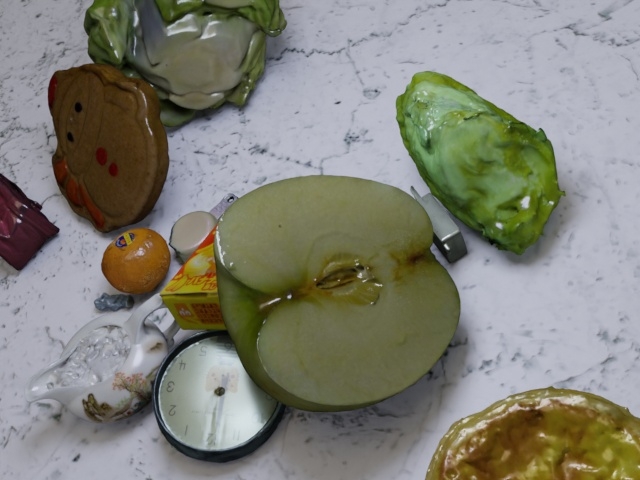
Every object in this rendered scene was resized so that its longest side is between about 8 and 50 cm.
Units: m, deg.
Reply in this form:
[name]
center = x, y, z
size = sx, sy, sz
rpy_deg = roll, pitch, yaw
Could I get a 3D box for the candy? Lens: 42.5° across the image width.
[candy]
center = -0.144, 0.037, 1.453
size = 0.146, 0.088, 0.276
rpy_deg = -6, 35, 33

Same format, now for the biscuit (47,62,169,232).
[biscuit]
center = -0.448, -0.201, 1.672
size = 0.381, 0.359, 0.074
rpy_deg = 44, 33, 23

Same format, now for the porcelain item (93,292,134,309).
[porcelain item]
center = -0.402, 0.119, 1.591
size = 0.083, 0.028, 0.036
rpy_deg = -1, 38, 22

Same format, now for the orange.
[orange]
center = -0.349, 0.041, 1.572
size = 0.136, 0.117, 0.135
rpy_deg = -10, 43, 9

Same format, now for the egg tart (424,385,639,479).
[egg tart]
center = 0.303, 0.354, 1.085
size = 0.341, 0.132, 0.341
rpy_deg = -11, 53, 15

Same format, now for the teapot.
[teapot]
center = -0.360, 0.207, 1.440
size = 0.298, 0.139, 0.204
rpy_deg = -39, 49, -9

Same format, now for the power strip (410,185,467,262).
[power strip]
center = 0.199, -0.037, 1.446
size = 0.042, 0.075, 0.175
rpy_deg = -31, 51, -1

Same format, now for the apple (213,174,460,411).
[apple]
center = 0.031, 0.078, 1.278
size = 0.360, 0.320, 0.312
rpy_deg = -13, 22, -26

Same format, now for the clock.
[clock]
center = -0.168, 0.250, 1.362
size = 0.226, 0.049, 0.226
rpy_deg = -2, 57, 2

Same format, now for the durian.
[durian]
center = 0.259, -0.159, 1.409
size = 0.204, 0.256, 0.339
rpy_deg = -38, 36, 8

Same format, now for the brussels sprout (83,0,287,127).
[brussels sprout]
center = -0.294, -0.483, 1.791
size = 0.425, 0.342, 0.361
rpy_deg = -22, 48, 2

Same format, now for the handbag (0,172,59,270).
[handbag]
center = -0.666, -0.054, 1.743
size = 0.135, 0.146, 0.225
rpy_deg = -47, 53, -8

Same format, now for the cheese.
[cheese]
center = -0.232, -0.030, 1.622
size = 0.092, 0.047, 0.171
rpy_deg = 15, 62, 26
